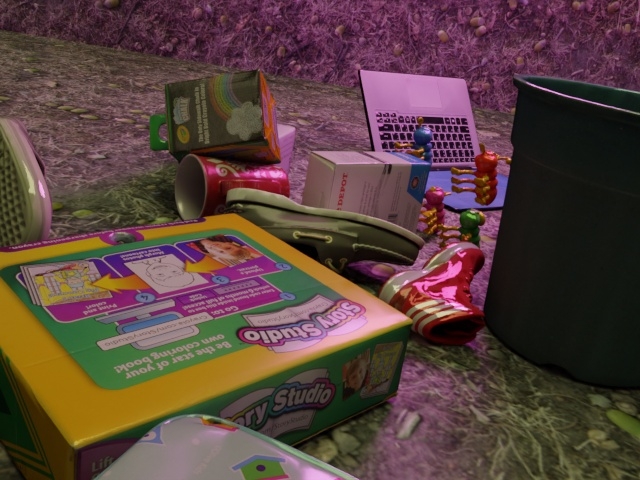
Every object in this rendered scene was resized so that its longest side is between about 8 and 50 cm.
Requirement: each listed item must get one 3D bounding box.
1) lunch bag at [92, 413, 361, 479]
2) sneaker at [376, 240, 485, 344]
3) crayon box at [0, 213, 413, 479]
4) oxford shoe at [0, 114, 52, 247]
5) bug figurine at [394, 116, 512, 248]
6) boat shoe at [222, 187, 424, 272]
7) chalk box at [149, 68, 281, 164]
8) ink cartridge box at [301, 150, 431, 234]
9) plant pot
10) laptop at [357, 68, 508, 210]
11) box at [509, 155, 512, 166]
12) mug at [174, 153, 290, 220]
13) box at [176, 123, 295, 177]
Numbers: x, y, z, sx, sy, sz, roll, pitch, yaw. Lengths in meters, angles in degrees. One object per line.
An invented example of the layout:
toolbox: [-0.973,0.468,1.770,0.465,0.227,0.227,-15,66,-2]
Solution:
lunch bag: [-0.063,0.228,0.347,0.224,0.108,0.279,20,24,16]
sneaker: [0.187,0.082,0.892,0.221,0.087,0.128,-25,47,-37]
crayon box: [-0.143,0.092,0.655,0.363,0.106,0.313,-12,31,-43]
oxford shoe: [-0.456,-0.097,0.940,0.130,0.169,0.449,20,8,-45]
bug figurine: [0.226,-0.089,1.136,0.072,0.216,0.279,-12,26,-20]
boat shoe: [0.000,0.001,0.970,0.305,0.091,0.109,13,-16,1]
chalk box: [-0.189,-0.196,1.128,0.213,0.132,0.132,-7,-12,7]
ink cartridge box: [0.073,-0.072,1.107,0.203,0.148,0.086,-3,25,-33]
plant pot: [0.379,-0.016,0.852,0.341,0.334,0.341,9,22,-4]
laptop: [0.339,-0.254,1.588,0.382,0.408,0.236,-6,-7,-36]
box: [0.504,-0.075,1.131,0.296,0.182,0.294,-15,15,17]
mug: [-0.136,-0.076,1.091,0.169,0.113,0.150,-2,29,-39]
box: [-0.164,-0.173,1.293,0.182,0.119,0.181,15,22,10]
